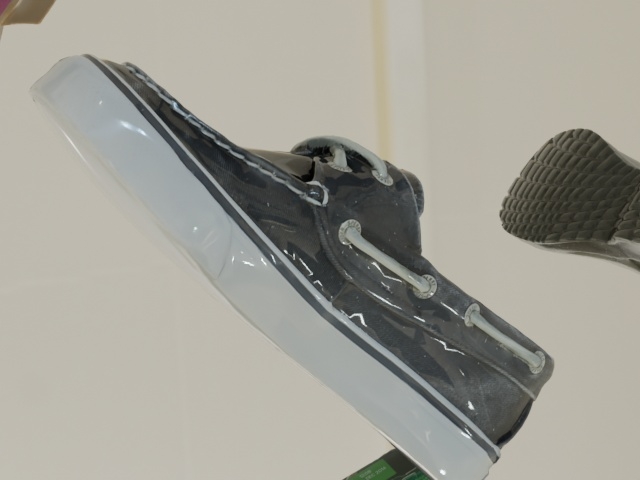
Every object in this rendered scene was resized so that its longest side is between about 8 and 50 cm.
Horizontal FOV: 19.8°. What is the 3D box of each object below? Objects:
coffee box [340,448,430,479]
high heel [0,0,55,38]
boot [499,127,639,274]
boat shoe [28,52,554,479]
[{"bbox_3d":[0.056,0.259,1.502,0.113,0.184,0.040,-29,-140,-13],"label":"coffee box"},{"bbox_3d":[-0.290,-0.163,1.364,0.082,0.117,0.244,-11,154,-48],"label":"high heel"},{"bbox_3d":[0.223,0.013,1.137,0.161,0.083,0.246,36,173,-24],"label":"boot"},{"bbox_3d":[0.000,0.000,0.834,0.301,0.102,0.108,42,174,-27],"label":"boat shoe"}]
